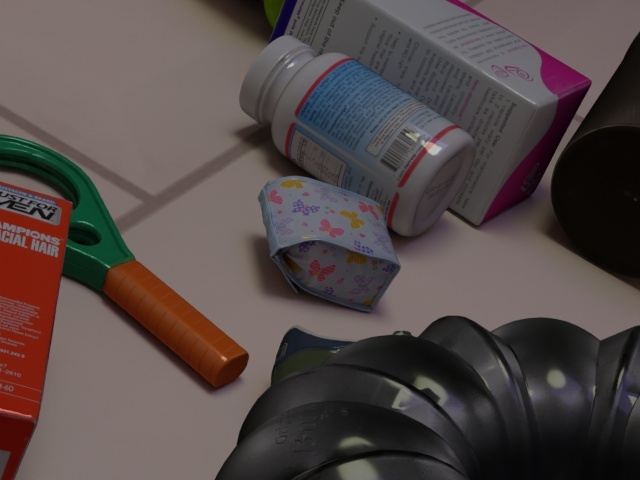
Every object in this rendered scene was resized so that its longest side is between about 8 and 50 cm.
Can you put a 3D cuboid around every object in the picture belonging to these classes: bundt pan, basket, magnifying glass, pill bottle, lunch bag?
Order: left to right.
[{"bbox_3d":[-0.133,0.007,0.782,0.231,0.026,0.092,36,31,24],"label":"magnifying glass"},{"bbox_3d":[0.000,0.000,0.855,0.083,0.053,0.071,20,31,-26],"label":"lunch bag"},{"bbox_3d":[0.023,-0.078,0.961,0.160,0.087,0.087,36,32,19],"label":"pill bottle"},{"bbox_3d":[0.102,0.126,0.545,0.330,0.124,0.331,4,20,-1],"label":"bundt pan"},{"bbox_3d":[0.280,-0.080,1.065,0.154,0.204,0.227,40,41,5],"label":"basket"}]

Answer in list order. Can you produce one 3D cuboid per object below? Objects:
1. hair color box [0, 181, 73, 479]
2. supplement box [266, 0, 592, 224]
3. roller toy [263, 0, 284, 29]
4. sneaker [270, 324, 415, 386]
[{"bbox_3d":[-0.155,0.055,0.616,0.053,0.093,0.167,16,31,-16],"label":"hair color box"},{"bbox_3d":[0.079,-0.125,1.051,0.220,0.114,0.111,34,30,20],"label":"supplement box"},{"bbox_3d":[-0.015,-0.297,1.163,0.146,0.191,0.209,19,55,38],"label":"roller toy"},{"bbox_3d":[0.062,0.083,0.748,0.192,0.064,0.086,7,38,-21],"label":"sneaker"}]
